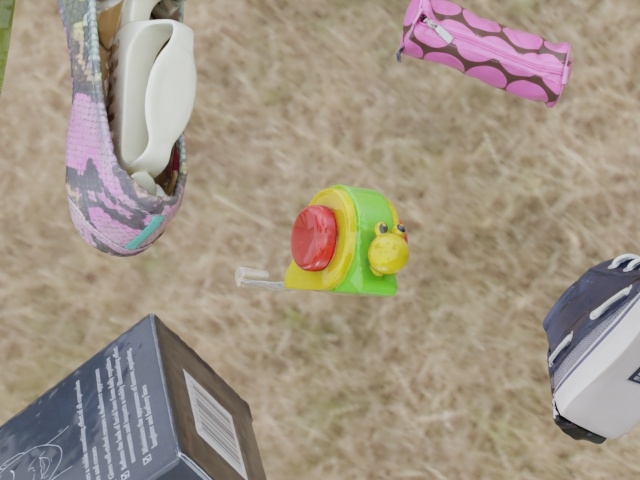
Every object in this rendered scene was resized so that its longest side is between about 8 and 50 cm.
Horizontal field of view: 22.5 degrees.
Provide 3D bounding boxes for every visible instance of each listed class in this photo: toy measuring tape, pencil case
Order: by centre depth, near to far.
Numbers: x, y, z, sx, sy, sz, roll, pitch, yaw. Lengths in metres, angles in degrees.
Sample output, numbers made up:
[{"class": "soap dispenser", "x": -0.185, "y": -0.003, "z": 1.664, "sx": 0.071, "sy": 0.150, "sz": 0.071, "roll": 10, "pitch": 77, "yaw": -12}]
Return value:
[{"class": "toy measuring tape", "x": 0.000, "y": 0.000, "z": 1.714, "sx": 0.330, "sy": 0.121, "sz": 0.121, "roll": -1, "pitch": 68, "yaw": 62}, {"class": "pencil case", "x": 0.196, "y": -0.224, "z": 1.892, "sx": 0.209, "sy": 0.098, "sz": 0.095, "roll": 18, "pitch": 82, "yaw": -5}]

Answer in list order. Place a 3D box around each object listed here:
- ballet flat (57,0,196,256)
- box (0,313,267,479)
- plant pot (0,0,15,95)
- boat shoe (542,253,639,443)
[{"class": "ballet flat", "x": -0.092, "y": -0.102, "z": 0.809, "sx": 0.079, "sy": 0.077, "sz": 0.222, "roll": -27, "pitch": 60, "yaw": 43}, {"class": "box", "x": -0.272, "y": 0.334, "z": 1.911, "sx": 0.395, "sy": 0.212, "sz": 0.293, "roll": -36, "pitch": 31, "yaw": 9}, {"class": "plant pot", "x": -0.443, "y": -0.265, "z": 1.531, "sx": 0.293, "sy": 0.275, "sz": 0.275, "roll": 7, "pitch": 70, "yaw": -9}, {"class": "boat shoe", "x": 0.350, "y": 0.050, "z": 1.656, "sx": 0.340, "sy": 0.127, "sz": 0.158, "roll": -46, "pitch": 32, "yaw": 30}]
